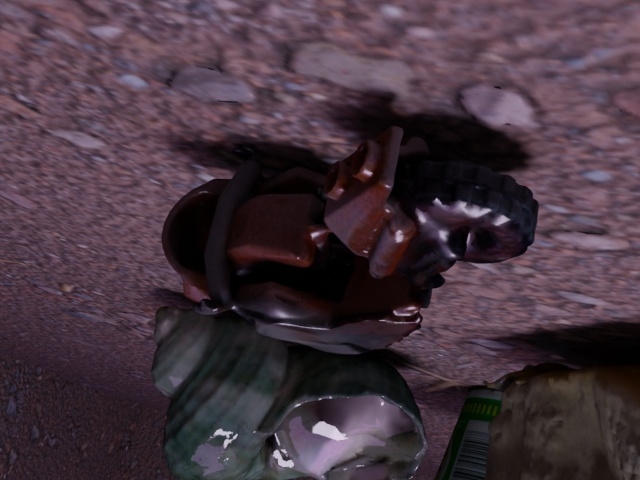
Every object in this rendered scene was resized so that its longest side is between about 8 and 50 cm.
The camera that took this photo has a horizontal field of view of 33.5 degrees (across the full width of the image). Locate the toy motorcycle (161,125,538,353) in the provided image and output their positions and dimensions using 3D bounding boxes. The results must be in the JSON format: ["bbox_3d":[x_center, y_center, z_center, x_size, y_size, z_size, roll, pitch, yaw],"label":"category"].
[{"bbox_3d":[0.000,0.000,0.484,0.118,0.084,0.212,22,157,-19],"label":"toy motorcycle"}]

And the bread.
[{"bbox_3d":[0.263,0.206,0.706,0.279,0.225,0.250,16,168,-21],"label":"bread"}]

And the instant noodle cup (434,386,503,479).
[{"bbox_3d":[0.180,0.271,1.031,0.207,0.233,0.207,15,167,4],"label":"instant noodle cup"}]

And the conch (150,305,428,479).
[{"bbox_3d":[-0.049,0.157,0.997,0.277,0.195,0.220,40,142,-5],"label":"conch"}]
